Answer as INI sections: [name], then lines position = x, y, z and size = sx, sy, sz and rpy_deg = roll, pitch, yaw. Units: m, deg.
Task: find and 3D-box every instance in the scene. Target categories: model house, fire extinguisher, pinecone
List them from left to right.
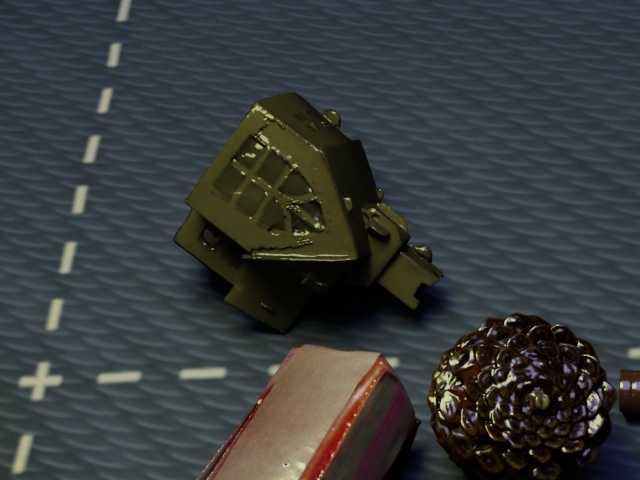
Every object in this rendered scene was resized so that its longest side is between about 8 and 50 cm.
[model house]
position = 0.000, 0.000, 1.756
size = 0.243, 0.211, 0.204
rpy_deg = 37, 102, 6
[pinecone]
position = 0.172, 0.151, 1.572
size = 0.163, 0.165, 0.163
rpy_deg = 4, 73, -13
[fire extinguisher]
position = 0.359, 0.141, 1.624
size = 0.157, 0.045, 0.078
rpy_deg = 1, 23, 13

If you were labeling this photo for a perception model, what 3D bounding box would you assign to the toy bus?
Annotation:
[toy bus]
position = -0.028, 0.233, 1.535
size = 0.127, 0.147, 0.303
rpy_deg = 11, 47, 28
